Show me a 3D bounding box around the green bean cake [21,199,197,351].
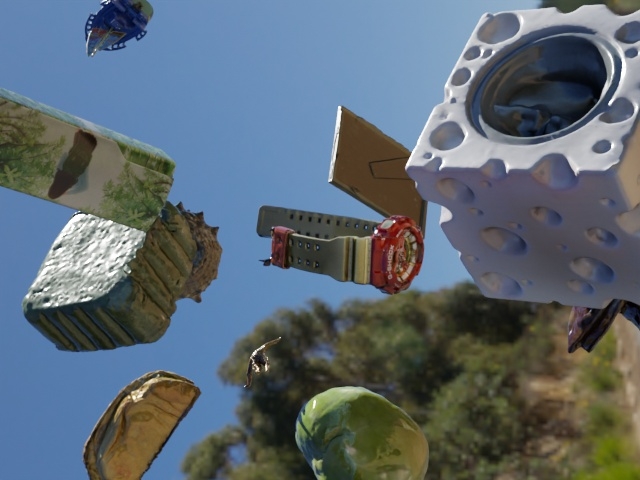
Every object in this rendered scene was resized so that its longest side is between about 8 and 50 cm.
[{"bbox_3d":[-0.300,0.046,1.736,0.125,0.223,0.227,52,-141,-40],"label":"green bean cake"}]

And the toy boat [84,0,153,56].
[{"bbox_3d":[-0.365,-0.353,2.016,0.091,0.175,0.110,44,-123,-20],"label":"toy boat"}]

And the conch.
[{"bbox_3d":[-0.335,0.050,2.562,0.240,0.186,0.313,60,-144,-16],"label":"conch"}]

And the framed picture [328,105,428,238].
[{"bbox_3d":[0.133,-0.146,2.543,0.281,0.019,0.208,32,-130,-31],"label":"framed picture"}]

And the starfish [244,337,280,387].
[{"bbox_3d":[-0.133,0.258,2.617,0.130,0.041,0.133,-60,12,-28],"label":"starfish"}]

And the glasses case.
[{"bbox_3d":[-0.286,-0.089,1.291,0.272,0.062,0.095,19,-75,-45],"label":"glasses case"}]

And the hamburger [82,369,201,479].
[{"bbox_3d":[-0.340,0.342,2.151,0.262,0.131,0.124,-56,18,-5],"label":"hamburger"}]

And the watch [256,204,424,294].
[{"bbox_3d":[0.004,0.002,1.562,0.165,0.269,0.102,-20,-65,-63],"label":"watch"}]

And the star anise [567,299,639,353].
[{"bbox_3d":[0.433,0.011,1.689,0.108,0.315,0.315,-175,87,-81],"label":"star anise"}]

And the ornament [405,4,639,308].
[{"bbox_3d":[0.278,-0.089,1.284,0.239,0.240,0.239,53,-127,-41],"label":"ornament"}]

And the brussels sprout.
[{"bbox_3d":[0.091,0.449,2.488,0.242,0.274,0.316,-51,-53,-17],"label":"brussels sprout"}]
